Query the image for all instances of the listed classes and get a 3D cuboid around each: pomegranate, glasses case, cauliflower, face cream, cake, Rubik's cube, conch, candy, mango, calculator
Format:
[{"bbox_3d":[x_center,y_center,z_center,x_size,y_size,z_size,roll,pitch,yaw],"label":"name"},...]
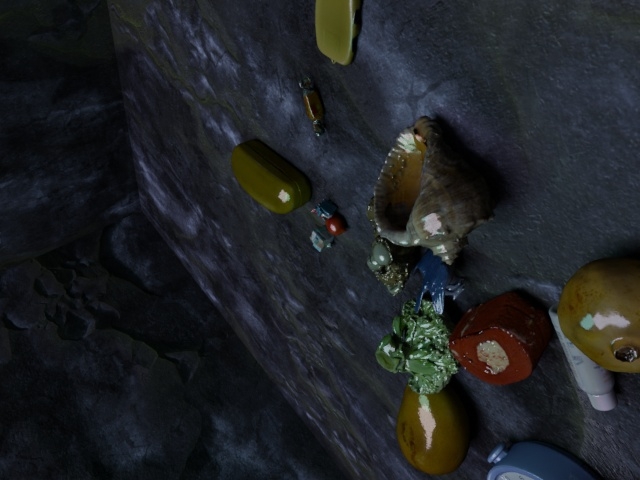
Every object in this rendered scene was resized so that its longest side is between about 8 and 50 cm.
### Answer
[{"bbox_3d":[0.570,0.136,0.913,0.233,0.233,0.233,37,143,34],"label":"pomegranate"},{"bbox_3d":[-0.202,-0.228,1.810,0.371,0.141,0.173,40,146,30],"label":"glasses case"},{"bbox_3d":[0.290,0.317,1.445,0.272,0.251,0.275,107,147,-58],"label":"cauliflower"},{"bbox_3d":[0.610,0.266,1.102,0.082,0.082,0.268,-11,108,59],"label":"face cream"},{"bbox_3d":[0.467,0.260,1.249,0.177,0.151,0.283,43,148,1],"label":"cake"},{"bbox_3d":[0.001,-0.002,1.773,0.075,0.084,0.073,60,150,32],"label":"Rubik's cube"},{"bbox_3d":[0.273,-0.107,1.163,0.297,0.210,0.351,-19,56,45],"label":"conch"},{"bbox_3d":[-0.023,-0.409,1.467,0.046,0.053,0.181,30,141,60],"label":"candy"},{"bbox_3d":[0.381,0.620,1.632,0.264,0.221,0.377,20,124,52],"label":"mango"},{"bbox_3d":[0.041,-0.569,1.246,0.157,0.033,0.236,40,147,29],"label":"calculator"}]

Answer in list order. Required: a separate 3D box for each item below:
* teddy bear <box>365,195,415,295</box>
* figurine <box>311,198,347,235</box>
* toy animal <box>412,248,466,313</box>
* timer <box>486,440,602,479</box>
[{"bbox_3d":[0.208,0.028,1.416,0.267,0.156,0.256,-93,6,-45],"label":"teddy bear"},{"bbox_3d":[0.037,-0.077,1.667,0.140,0.068,0.075,49,146,6],"label":"figurine"},{"bbox_3d":[0.315,0.083,1.316,0.176,0.255,0.239,39,-166,-11],"label":"toy animal"},{"bbox_3d":[0.651,0.764,1.397,0.395,0.173,0.394,37,145,33],"label":"timer"}]
